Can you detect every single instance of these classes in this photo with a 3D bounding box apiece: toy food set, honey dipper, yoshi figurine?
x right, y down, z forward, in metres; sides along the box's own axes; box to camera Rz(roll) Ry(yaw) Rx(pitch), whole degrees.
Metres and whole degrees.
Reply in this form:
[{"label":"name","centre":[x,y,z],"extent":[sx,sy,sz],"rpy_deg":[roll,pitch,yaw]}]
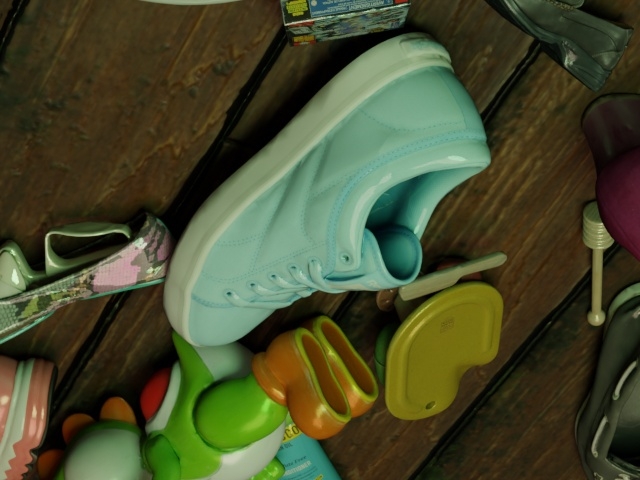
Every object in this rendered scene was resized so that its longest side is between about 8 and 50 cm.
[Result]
[{"label":"toy food set","centre":[0.101,0.073,1.584],"extent":[0.128,0.071,0.218],"rpy_deg":[-22,141,-21]},{"label":"honey dipper","centre":[0.259,0.028,1.581],"extent":[0.030,0.030,0.160],"rpy_deg":[-9,137,0]},{"label":"yoshi figurine","centre":[-0.114,0.230,1.587],"extent":[0.362,0.203,0.203],"rpy_deg":[-31,127,17]}]

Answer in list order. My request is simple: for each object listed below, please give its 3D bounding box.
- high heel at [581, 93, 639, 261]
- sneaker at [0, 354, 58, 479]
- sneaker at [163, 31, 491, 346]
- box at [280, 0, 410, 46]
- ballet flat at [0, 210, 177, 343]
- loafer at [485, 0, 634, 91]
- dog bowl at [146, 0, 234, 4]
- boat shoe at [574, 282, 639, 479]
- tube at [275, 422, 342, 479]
[{"label":"high heel","centre":[0.410,-0.033,1.434],"extent":[0.377,0.181,0.127],"rpy_deg":[-1,135,-8]},{"label":"sneaker","centre":[-0.357,0.216,1.637],"extent":[0.136,0.116,0.314],"rpy_deg":[19,123,-13]},{"label":"sneaker","centre":[0.000,0.000,1.404],"extent":[0.135,0.150,0.366],"rpy_deg":[0,141,-44]},{"label":"box","centre":[0.018,-0.174,1.281],"extent":[0.094,0.027,0.137],"rpy_deg":[-9,180,1]},{"label":"ballet flat","centre":[-0.234,0.027,1.482],"extent":[0.222,0.077,0.079],"rpy_deg":[-20,116,5]},{"label":"loafer","centre":[0.182,-0.187,1.342],"extent":[0.170,0.062,0.061],"rpy_deg":[33,100,-38]},{"label":"dog bowl","centre":[-0.086,-0.308,1.139],"extent":[0.349,0.102,0.348],"rpy_deg":[-5,135,-5]},{"label":"boat shoe","centre":[0.322,0.183,1.699],"extent":[0.112,0.095,0.335],"rpy_deg":[-6,135,-3]},{"label":"tube","centre":[-0.028,0.220,1.721],"extent":[0.080,0.052,0.207],"rpy_deg":[-27,126,8]}]
